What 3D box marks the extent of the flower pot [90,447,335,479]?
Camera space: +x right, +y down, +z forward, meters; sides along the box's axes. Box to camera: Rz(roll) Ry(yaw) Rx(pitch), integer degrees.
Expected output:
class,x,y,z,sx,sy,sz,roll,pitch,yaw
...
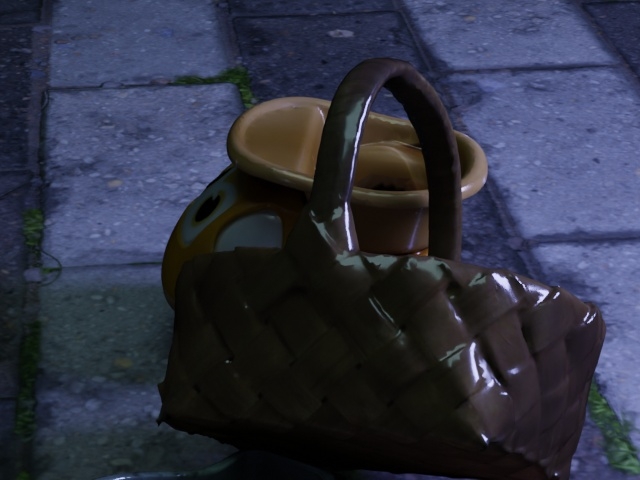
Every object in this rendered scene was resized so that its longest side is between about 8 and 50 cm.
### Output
class,x,y,z,sx,sy,sz,roll,pitch,yaw
flower pot,-0.088,0.219,1.247,0.103,0.108,0.229,19,15,39

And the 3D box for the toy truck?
class,x,y,z,sx,sy,sz,roll,pitch,yaw
toy truck,0.000,0.000,1.641,0.288,0.211,0.204,6,25,4

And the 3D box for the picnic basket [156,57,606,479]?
class,x,y,z,sx,sy,sz,roll,pitch,yaw
picnic basket,0.055,0.019,1.393,0.337,0.337,0.293,14,-9,26
